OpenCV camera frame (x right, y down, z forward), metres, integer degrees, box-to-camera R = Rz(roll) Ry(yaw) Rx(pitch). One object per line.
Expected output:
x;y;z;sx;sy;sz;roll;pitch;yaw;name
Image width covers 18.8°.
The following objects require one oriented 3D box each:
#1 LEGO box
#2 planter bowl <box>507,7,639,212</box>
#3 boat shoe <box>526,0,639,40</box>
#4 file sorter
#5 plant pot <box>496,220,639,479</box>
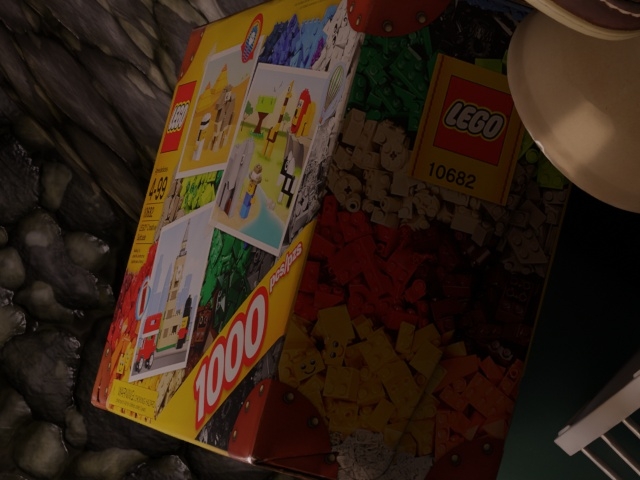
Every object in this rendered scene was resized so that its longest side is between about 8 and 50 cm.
0.000;0.000;1.590;0.193;0.372;0.500;16;174;-19;LEGO box
0.215;-0.114;1.225;0.162;0.162;0.109;48;138;3;planter bowl
0.102;-0.256;1.017;0.342;0.123;0.123;58;165;-11;boat shoe
0.319;0.110;1.388;0.173;0.193;0.278;43;165;6;file sorter
0.194;0.140;1.659;0.235;0.293;0.293;29;170;-16;plant pot
